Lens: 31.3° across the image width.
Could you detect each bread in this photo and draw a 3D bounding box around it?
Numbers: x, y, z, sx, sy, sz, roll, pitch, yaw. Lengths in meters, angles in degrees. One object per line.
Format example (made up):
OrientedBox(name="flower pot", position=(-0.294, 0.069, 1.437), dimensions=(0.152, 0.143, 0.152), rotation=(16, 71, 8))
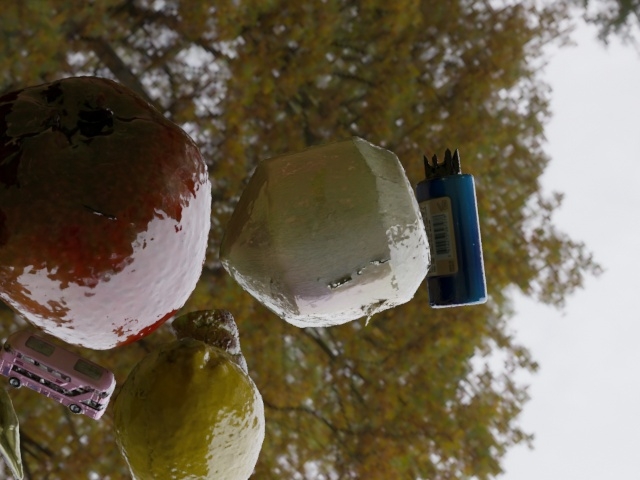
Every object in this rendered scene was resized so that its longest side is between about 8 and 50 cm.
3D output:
OrientedBox(name="bread", position=(-0.185, 0.209, 1.975), dimensions=(0.103, 0.132, 0.172), rotation=(-20, -104, 20))

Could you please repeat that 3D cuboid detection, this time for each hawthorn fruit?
OrientedBox(name="hawthorn fruit", position=(-0.262, -0.009, 1.308), dimensions=(0.284, 0.369, 0.285), rotation=(-3, -127, 4))

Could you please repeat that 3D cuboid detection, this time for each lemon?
OrientedBox(name="lemon", position=(-0.176, 0.249, 1.537), dimensions=(0.204, 0.260, 0.204), rotation=(1, -158, 0))

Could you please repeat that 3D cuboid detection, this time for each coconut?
OrientedBox(name="coconut", position=(0.000, 0.000, 1.006), dimensions=(0.183, 0.171, 0.171), rotation=(-19, -147, 4))

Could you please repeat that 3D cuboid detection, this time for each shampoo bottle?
OrientedBox(name="shampoo bottle", position=(0.150, -0.014, 1.330), dimensions=(0.087, 0.050, 0.183), rotation=(-13, -98, 56))

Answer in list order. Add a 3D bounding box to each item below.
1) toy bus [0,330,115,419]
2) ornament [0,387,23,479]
OrientedBox(name="toy bus", position=(-0.453, 0.229, 1.953), dimensions=(0.090, 0.203, 0.063), rotation=(-60, -175, 34))
OrientedBox(name="ornament", position=(-0.603, 0.376, 2.183), dimensions=(0.059, 0.180, 0.201), rotation=(-19, 174, -19))
